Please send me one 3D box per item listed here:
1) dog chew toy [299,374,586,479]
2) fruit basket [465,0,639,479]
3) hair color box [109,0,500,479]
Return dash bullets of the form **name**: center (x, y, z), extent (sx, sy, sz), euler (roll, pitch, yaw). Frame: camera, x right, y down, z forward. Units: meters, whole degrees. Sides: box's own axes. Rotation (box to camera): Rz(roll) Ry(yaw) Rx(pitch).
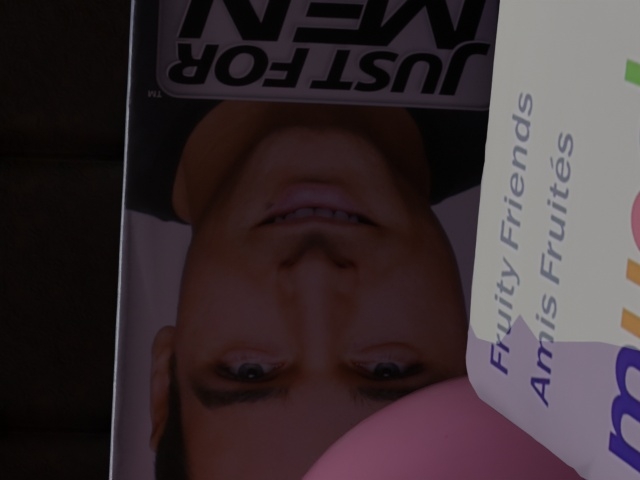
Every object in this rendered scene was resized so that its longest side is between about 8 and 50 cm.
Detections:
- **dog chew toy**: center (0.087, 0.212, 0.610), extent (0.206, 0.207, 0.331), euler (97, 166, -57)
- **fruit basket**: center (0.094, -0.069, 0.176), extent (0.353, 0.165, 0.327), euler (33, 125, 56)
- **hair color box**: center (0.000, 0.000, 0.858), extent (0.113, 0.185, 0.374), euler (106, 165, -75)
